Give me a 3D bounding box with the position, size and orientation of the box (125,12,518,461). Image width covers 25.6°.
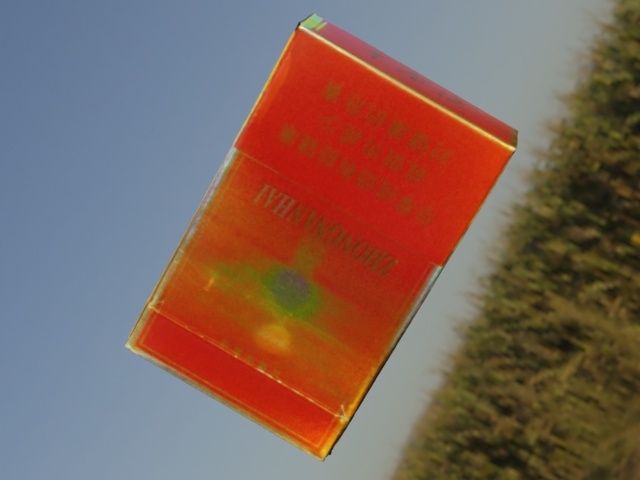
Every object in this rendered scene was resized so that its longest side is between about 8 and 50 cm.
[{"bbox_3d":[0.000,0.000,0.643,0.175,0.112,0.048,-59,1,17],"label":"box"}]
